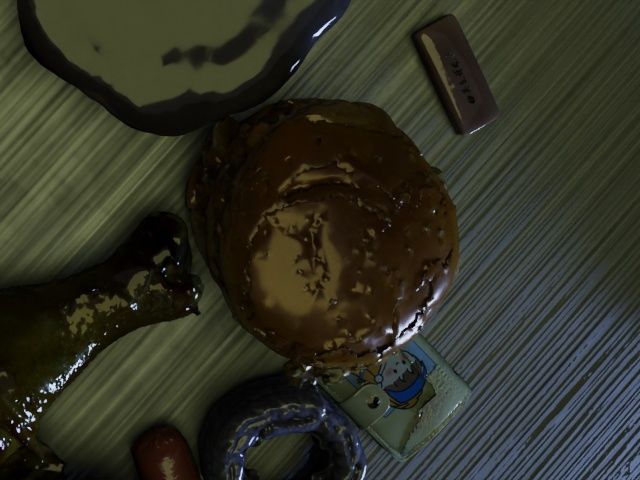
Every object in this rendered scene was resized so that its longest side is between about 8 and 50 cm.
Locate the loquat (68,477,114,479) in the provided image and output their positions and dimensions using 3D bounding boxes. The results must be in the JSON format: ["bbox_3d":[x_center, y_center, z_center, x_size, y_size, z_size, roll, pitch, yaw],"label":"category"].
[{"bbox_3d":[-0.204,0.324,1.224,0.213,0.213,0.213,-2,99,-15],"label":"loquat"}]

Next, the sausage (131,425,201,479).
[{"bbox_3d":[-0.142,0.223,1.301,0.054,0.059,0.094,-20,102,-14],"label":"sausage"}]

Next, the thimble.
[{"bbox_3d":[-0.040,0.204,1.307,0.150,0.098,0.150,-3,100,-15],"label":"thimble"}]

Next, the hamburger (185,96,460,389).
[{"bbox_3d":[0.004,0.001,1.230,0.245,0.211,0.260,12,90,-17],"label":"hamburger"}]

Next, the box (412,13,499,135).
[{"bbox_3d":[0.133,-0.161,1.337,0.048,0.025,0.115,-28,105,-8],"label":"box"}]

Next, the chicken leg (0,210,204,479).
[{"bbox_3d":[-0.263,0.123,1.211,0.361,0.140,0.211,-18,95,-9],"label":"chicken leg"}]

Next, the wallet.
[{"bbox_3d":[0.065,0.134,1.356,0.110,0.039,0.155,-46,106,-6],"label":"wallet"}]

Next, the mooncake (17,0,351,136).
[{"bbox_3d":[-0.122,-0.242,1.187,0.306,0.154,0.306,-2,99,-14],"label":"mooncake"}]
